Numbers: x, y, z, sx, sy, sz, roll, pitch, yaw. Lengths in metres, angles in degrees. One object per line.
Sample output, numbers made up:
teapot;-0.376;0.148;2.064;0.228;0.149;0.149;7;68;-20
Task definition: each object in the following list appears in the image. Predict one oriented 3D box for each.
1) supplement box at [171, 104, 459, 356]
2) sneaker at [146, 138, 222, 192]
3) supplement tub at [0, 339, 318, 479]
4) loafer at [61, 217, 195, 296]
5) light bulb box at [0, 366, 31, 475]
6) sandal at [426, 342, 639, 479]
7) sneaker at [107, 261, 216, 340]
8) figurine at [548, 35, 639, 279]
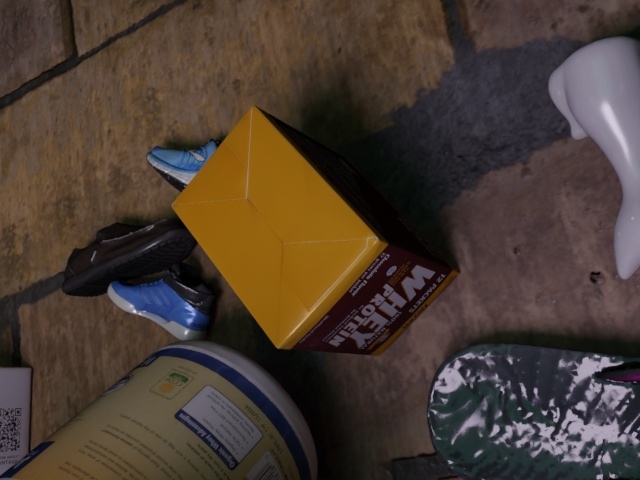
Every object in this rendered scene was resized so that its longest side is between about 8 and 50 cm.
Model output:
supplement box;0.000;0.000;0.694;0.129;0.194;0.191;-49;61;13
sneaker;-0.148;-0.094;0.891;0.162;0.063;0.073;19;73;28
supplement tub;-0.171;0.261;0.640;0.229;0.316;0.228;17;125;27
loafer;-0.258;0.009;0.912;0.220;0.080;0.078;-21;71;26
light bulb box;-0.578;0.340;0.873;0.225;0.358;0.360;-11;74;26
sandal;0.290;0.150;0.543;0.446;0.107;0.167;-9;77;27
sneaker;-0.194;0.059;0.875;0.152;0.058;0.084;24;98;28
figurine;0.311;-0.086;0.567;0.215;0.092;0.209;-25;68;43
